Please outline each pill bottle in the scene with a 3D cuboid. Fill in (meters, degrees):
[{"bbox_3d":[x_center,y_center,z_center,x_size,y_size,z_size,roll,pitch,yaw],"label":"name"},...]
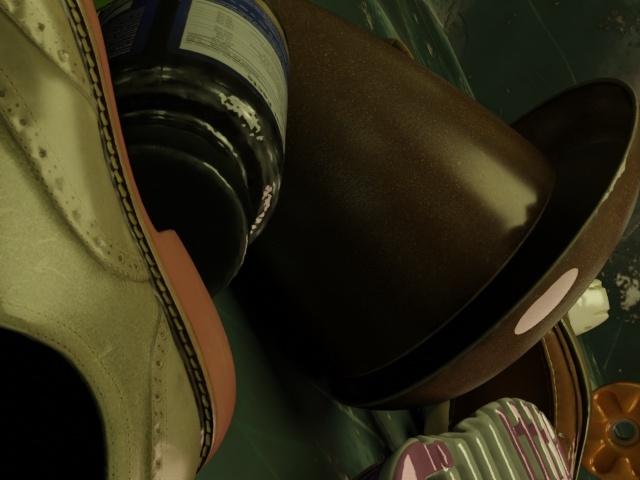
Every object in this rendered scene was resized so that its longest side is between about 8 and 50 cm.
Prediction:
[{"bbox_3d":[-0.079,-0.058,0.705,0.123,0.123,0.219,59,16,-26],"label":"pill bottle"}]

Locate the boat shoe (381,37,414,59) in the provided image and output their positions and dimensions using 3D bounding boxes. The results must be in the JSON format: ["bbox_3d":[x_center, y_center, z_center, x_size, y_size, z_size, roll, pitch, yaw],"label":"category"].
[{"bbox_3d":[0.129,-0.128,1.635,0.096,0.098,0.277,44,25,-54],"label":"boat shoe"}]

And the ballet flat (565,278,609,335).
[{"bbox_3d":[0.321,0.091,1.745,0.342,0.124,0.116,26,55,-77],"label":"ballet flat"}]

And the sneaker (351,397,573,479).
[{"bbox_3d":[0.088,0.174,0.901,0.236,0.104,0.095,-2,65,-51],"label":"sneaker"}]

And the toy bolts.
[{"bbox_3d":[0.196,0.195,1.191,0.228,0.218,0.158,47,21,0],"label":"toy bolts"}]

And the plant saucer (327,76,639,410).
[{"bbox_3d":[0.127,0.011,0.962,0.050,0.310,0.310,40,21,-13],"label":"plant saucer"}]

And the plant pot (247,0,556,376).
[{"bbox_3d":[0.007,-0.061,0.917,0.230,0.215,0.215,44,19,-11],"label":"plant pot"}]

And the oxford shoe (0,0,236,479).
[{"bbox_3d":[-0.136,-0.027,0.457,0.348,0.123,0.130,60,21,-19],"label":"oxford shoe"}]

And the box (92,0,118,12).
[{"bbox_3d":[-0.106,-0.287,0.636,0.177,0.290,0.279,47,23,-53],"label":"box"}]

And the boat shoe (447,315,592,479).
[{"bbox_3d":[0.151,0.182,1.033,0.104,0.110,0.307,-36,122,-60],"label":"boat shoe"}]
